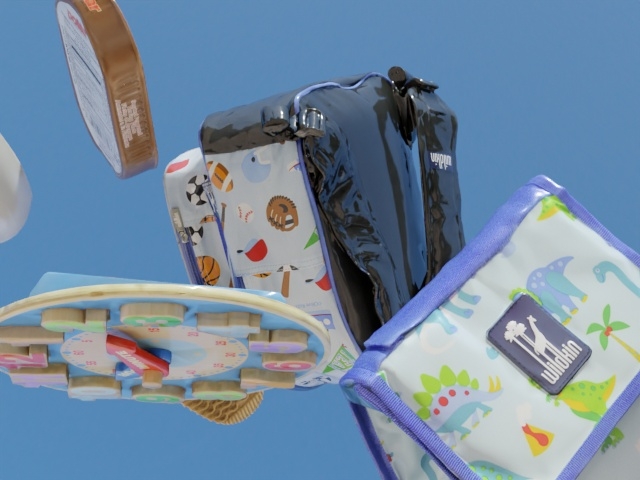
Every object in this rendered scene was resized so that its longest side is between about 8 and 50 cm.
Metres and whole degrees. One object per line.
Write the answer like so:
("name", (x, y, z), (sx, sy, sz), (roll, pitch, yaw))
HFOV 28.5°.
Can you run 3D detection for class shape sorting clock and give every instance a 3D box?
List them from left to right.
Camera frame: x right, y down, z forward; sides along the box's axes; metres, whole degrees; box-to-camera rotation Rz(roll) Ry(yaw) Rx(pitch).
("shape sorting clock", (-0.097, 0.066, 0.740), (0.206, 0.206, 0.040), (1, -112, 5))

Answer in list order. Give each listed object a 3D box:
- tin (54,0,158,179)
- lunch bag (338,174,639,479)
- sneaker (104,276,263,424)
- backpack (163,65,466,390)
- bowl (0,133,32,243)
("tin", (-0.178, -0.130, 1.051), (0.040, 0.106, 0.190), (-29, -35, -21))
("lunch bag", (0.089, 0.069, 0.512), (0.129, 0.096, 0.151), (-44, -69, -27))
("sneaker", (-0.129, 0.081, 1.035), (0.069, 0.084, 0.185), (-44, -58, 6))
("backpack", (0.000, 0.000, 1.111), (0.213, 0.276, 0.263), (-17, -87, 32))
("bowl", (-0.299, -0.032, 0.955), (0.142, 0.053, 0.142), (-6, -28, 2))
